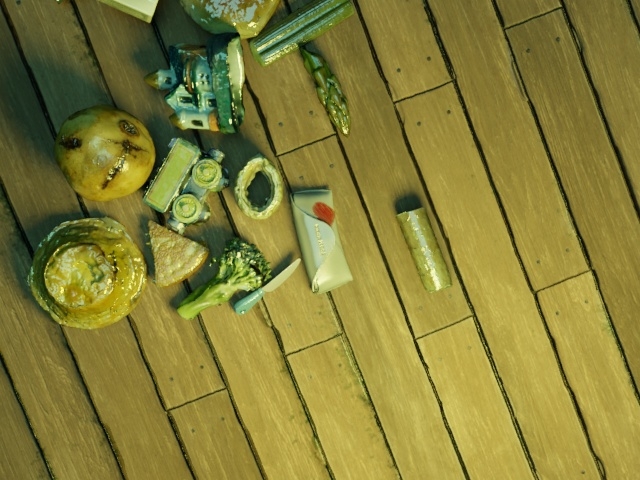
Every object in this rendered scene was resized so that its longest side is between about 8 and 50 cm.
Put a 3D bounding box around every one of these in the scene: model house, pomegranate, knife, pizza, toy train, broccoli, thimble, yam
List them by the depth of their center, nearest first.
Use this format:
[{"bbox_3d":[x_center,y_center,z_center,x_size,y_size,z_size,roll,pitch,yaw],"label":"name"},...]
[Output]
[{"bbox_3d":[-0.583,-0.240,1.718,0.260,0.260,0.261,0,92,-2],"label":"pomegranate"},{"bbox_3d":[-0.354,-0.426,1.734,0.291,0.184,0.253,2,120,9],"label":"model house"},{"bbox_3d":[-0.172,-0.154,1.780,0.137,0.143,0.191,7,91,-2],"label":"thimble"},{"bbox_3d":[-0.372,-0.154,1.781,0.177,0.134,0.261,29,90,5],"label":"toy train"},{"bbox_3d":[-0.288,0.124,1.806,0.304,0.145,0.165,-39,103,10],"label":"broccoli"},{"bbox_3d":[-0.434,0.024,1.820,0.188,0.062,0.199,-34,87,-6],"label":"pizza"},{"bbox_3d":[0.304,0.031,1.834,0.093,0.093,0.259,-21,93,-2],"label":"yam"},{"bbox_3d":[-0.150,0.135,1.839,0.244,0.058,0.032,-37,55,-1],"label":"knife"}]

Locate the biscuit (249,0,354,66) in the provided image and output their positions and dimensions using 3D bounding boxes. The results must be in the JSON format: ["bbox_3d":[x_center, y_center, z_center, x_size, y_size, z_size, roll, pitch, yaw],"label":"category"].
[{"bbox_3d":[-0.058,-0.616,1.821,0.322,0.038,0.099,-31,96,-1],"label":"biscuit"}]

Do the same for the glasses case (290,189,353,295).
[{"bbox_3d":[0.002,-0.001,1.823,0.128,0.083,0.308,-14,93,-1],"label":"glasses case"}]

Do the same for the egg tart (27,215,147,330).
[{"bbox_3d":[-0.664,0.096,1.779,0.341,0.129,0.341,0,91,-1],"label":"egg tart"}]

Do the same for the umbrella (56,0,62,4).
[{"bbox_3d":[-0.596,-0.765,1.764,0.348,0.094,0.143,-14,101,-6],"label":"umbrella"}]

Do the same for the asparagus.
[{"bbox_3d":[0.026,-0.430,1.813,0.080,0.080,0.287,-22,94,-1],"label":"asparagus"}]

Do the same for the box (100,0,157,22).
[{"bbox_3d":[-0.494,-0.747,1.707,0.164,0.069,0.257,20,86,-20],"label":"box"}]

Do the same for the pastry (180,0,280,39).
[{"bbox_3d":[-0.254,-0.722,1.757,0.329,0.136,0.330,0,94,-2],"label":"pastry"}]
